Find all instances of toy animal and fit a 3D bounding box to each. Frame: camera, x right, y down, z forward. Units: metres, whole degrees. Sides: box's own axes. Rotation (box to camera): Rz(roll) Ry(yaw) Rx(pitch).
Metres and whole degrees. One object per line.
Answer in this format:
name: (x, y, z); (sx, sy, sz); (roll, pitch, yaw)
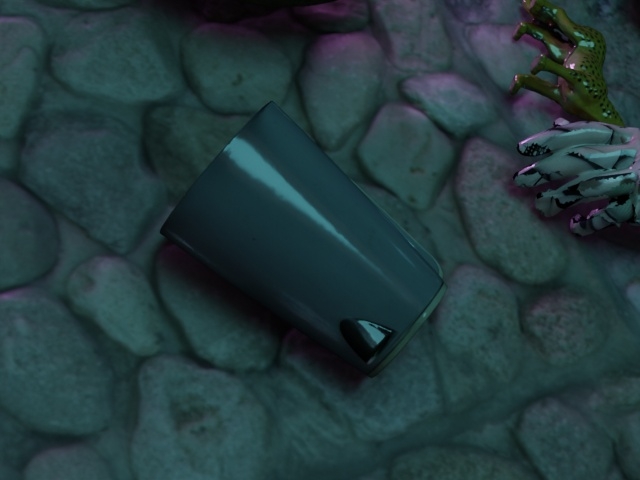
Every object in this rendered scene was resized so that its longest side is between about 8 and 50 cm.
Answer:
toy animal: (0.282, -0.195, 1.742); (0.136, 0.073, 0.181); (24, 41, -16)

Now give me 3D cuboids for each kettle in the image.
kettle: (0.000, 0.000, 1.471); (0.243, 0.160, 0.210); (40, 25, -2)

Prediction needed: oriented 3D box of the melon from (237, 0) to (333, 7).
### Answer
melon: (-0.053, -0.363, 1.599); (0.329, 0.249, 0.249); (3, 58, -12)

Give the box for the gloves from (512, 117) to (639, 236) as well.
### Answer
gloves: (0.307, -0.069, 1.640); (0.212, 0.111, 0.128); (22, 63, -23)
